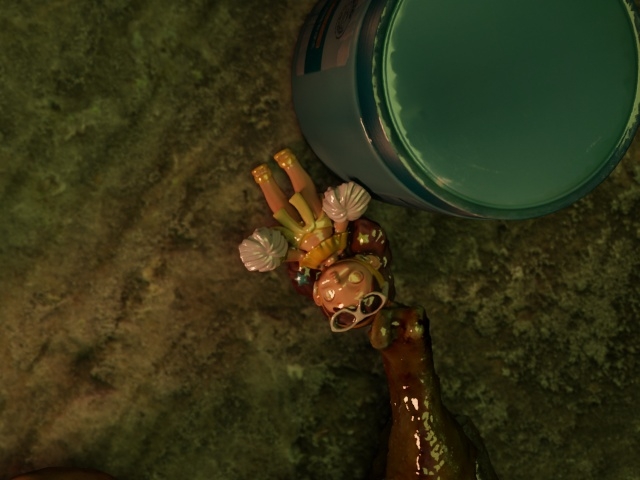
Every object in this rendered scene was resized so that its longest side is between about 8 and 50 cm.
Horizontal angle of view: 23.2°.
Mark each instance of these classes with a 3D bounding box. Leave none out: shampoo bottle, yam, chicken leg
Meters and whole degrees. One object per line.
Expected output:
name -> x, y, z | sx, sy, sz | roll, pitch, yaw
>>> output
shampoo bottle -> 0.161, -0.194, 1.839 | 0.331, 0.343, 0.331 | -1, 94, -16
yam -> 0.229, 0.360, 2.045 | 0.061, 0.061, 0.274 | -26, 100, -14
chicken leg -> 0.124, 0.240, 1.924 | 0.140, 0.211, 0.361 | -8, 99, -9

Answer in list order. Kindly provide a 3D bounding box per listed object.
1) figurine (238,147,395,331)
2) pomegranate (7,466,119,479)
figurine -> 0.001, 0.001, 1.921 | 0.175, 0.116, 0.240 | -33, 95, 10
pomegranate -> -0.305, 0.419, 1.778 | 0.322, 0.322, 0.322 | -1, 94, -17
